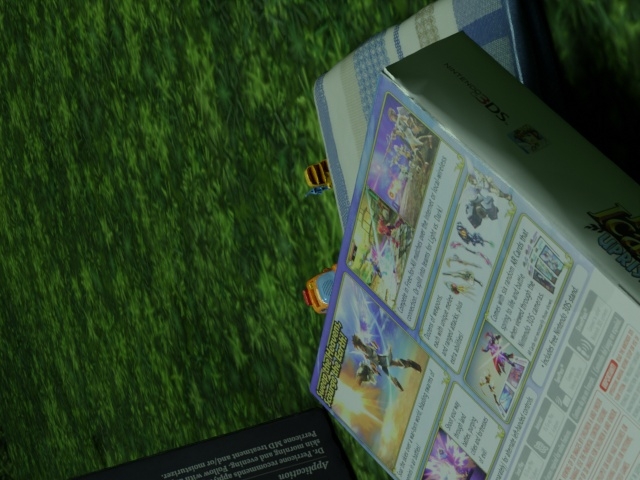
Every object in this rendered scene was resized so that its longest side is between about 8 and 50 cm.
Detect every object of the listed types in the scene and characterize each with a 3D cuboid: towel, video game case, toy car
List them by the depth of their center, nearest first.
[{"bbox_3d":[0.109,0.069,0.821,0.244,0.061,0.269,44,146,25],"label":"video game case"},{"bbox_3d":[0.076,-0.031,0.963,0.285,0.034,0.209,160,98,-68],"label":"towel"},{"bbox_3d":[0.000,0.000,1.167,0.060,0.040,0.122,-171,68,-68],"label":"toy car"}]

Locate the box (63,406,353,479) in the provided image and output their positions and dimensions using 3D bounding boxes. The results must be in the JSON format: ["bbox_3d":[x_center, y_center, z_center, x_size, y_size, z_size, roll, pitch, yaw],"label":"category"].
[{"bbox_3d":[-0.104,0.340,1.237,0.179,0.343,0.312,106,144,-51],"label":"box"}]
